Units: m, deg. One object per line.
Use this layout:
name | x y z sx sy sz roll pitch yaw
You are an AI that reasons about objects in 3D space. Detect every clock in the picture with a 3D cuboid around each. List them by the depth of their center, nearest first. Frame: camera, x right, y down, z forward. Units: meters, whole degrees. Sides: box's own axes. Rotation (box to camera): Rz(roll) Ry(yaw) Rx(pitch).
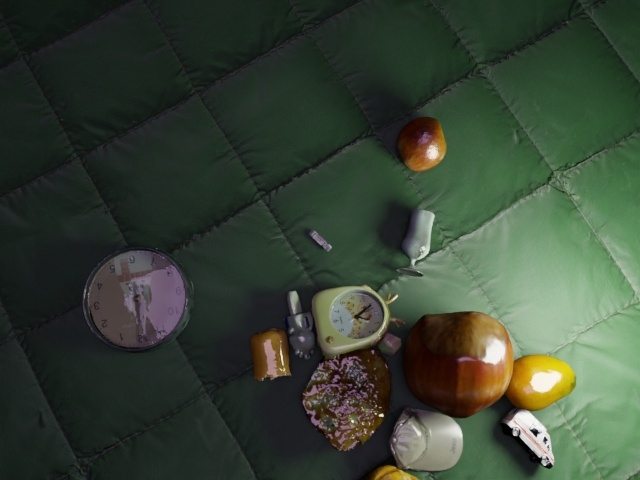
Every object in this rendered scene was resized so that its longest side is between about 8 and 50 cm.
clock | 0.131 0.270 1.854 0.308 0.096 0.234 -10 56 -2
clock | -0.647 0.205 1.905 0.387 0.076 0.385 0 80 0

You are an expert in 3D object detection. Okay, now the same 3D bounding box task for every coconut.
coconut | 0.235 0.361 1.879 0.081 0.082 0.083 -32 125 -28

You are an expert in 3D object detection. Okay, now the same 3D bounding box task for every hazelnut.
hazelnut | 0.451 0.399 1.763 0.366 0.366 0.365 0 80 0

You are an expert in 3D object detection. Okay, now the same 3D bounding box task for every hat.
hat | 0.356 0.674 1.800 0.245 0.149 0.214 2 80 11

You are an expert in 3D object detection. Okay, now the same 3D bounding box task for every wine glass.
wine glass | 0.343 0.007 1.928 0.103 0.103 0.230 14 78 2

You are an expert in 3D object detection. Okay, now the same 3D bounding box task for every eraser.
eraser | 0.000 0.000 1.971 0.099 0.019 0.027 42 96 7

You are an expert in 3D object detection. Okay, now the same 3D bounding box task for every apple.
apple | 0.371 -0.357 1.979 0.173 0.160 0.195 -16 73 19

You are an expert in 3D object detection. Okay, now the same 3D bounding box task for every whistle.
whistle | -0.076 0.297 1.880 0.110 0.092 0.244 -9 81 -46

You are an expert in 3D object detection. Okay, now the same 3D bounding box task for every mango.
mango | 0.735 0.472 1.825 0.255 0.139 0.175 -19 65 -21

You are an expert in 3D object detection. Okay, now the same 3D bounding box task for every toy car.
toy car | 0.716 0.665 1.820 0.108 0.089 0.209 -41 79 -14

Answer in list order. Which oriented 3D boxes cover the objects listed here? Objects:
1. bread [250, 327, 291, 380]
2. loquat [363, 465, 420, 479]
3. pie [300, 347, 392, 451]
bread | -0.174 0.394 1.867 0.134 0.085 0.173 -9 81 -2
loquat | 0.229 0.872 1.698 0.276 0.276 0.283 31 89 5
pie | 0.096 0.526 1.836 0.289 0.103 0.354 28 74 5
